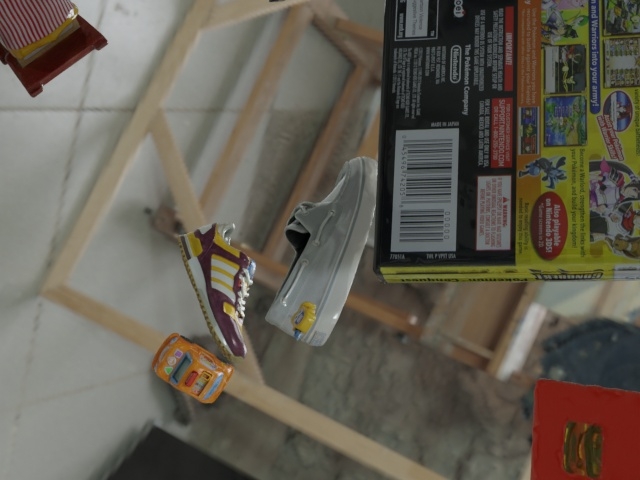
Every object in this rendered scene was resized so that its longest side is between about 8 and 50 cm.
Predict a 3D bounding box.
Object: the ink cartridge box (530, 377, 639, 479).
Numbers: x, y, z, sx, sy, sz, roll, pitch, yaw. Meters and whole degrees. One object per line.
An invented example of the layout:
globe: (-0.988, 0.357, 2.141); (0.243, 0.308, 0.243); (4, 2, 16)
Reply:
ink cartridge box: (0.246, 0.252, 0.734); (0.091, 0.385, 0.308); (4, 89, -41)

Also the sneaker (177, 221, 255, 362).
sneaker: (-0.112, 0.059, 1.519); (0.084, 0.185, 0.069); (-21, 158, -8)

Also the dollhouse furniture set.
dollhouse furniture set: (-0.459, -0.219, 1.425); (0.374, 0.152, 0.201); (-40, 149, -9)

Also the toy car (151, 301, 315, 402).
toy car: (-0.063, 0.073, 0.894); (0.122, 0.060, 0.040); (-39, -166, 2)

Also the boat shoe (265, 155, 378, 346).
boat shoe: (0.000, 0.000, 1.025); (0.066, 0.063, 0.184); (128, -17, -63)

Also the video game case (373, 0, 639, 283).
video game case: (0.169, -0.102, 0.919); (0.035, 0.248, 0.274); (55, 36, -67)
